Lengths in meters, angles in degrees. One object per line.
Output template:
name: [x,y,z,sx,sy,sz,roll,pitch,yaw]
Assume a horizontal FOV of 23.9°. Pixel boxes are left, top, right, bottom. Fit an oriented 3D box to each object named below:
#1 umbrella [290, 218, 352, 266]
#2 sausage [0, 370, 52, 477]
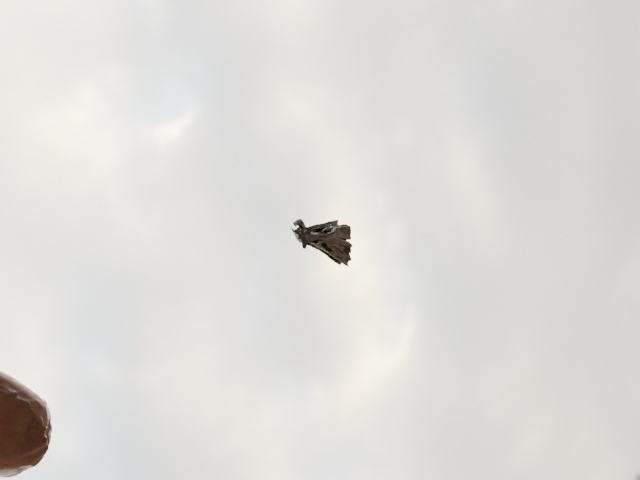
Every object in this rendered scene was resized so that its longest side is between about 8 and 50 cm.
umbrella: [0.002,0.000,0.951,0.083,0.020,0.031,20,-114,-71]
sausage: [-0.264,0.034,0.773,0.078,0.304,0.078,-48,-21,-24]
